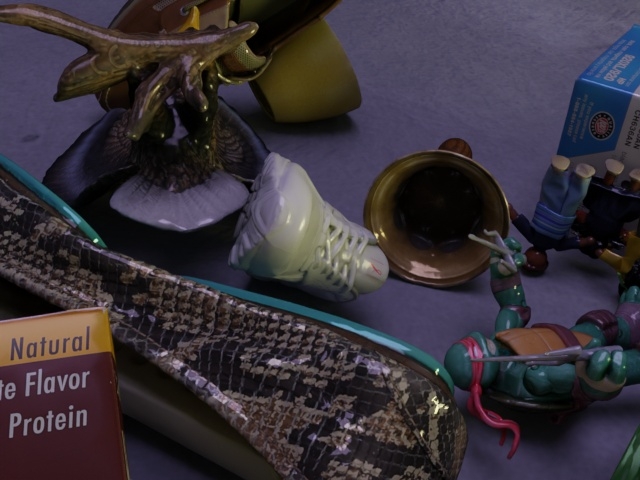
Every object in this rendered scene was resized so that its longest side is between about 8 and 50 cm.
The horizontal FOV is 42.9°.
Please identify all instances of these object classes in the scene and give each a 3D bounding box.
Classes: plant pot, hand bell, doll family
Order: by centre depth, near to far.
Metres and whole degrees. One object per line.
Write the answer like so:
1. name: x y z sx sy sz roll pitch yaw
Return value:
1. doll family: 0.258 -0.001 0.715 0.193 0.111 0.076 31 42 24
2. hand bell: 0.125 -0.059 0.807 0.126 0.126 0.242 12 23 9
3. plant pot: -0.029 -0.187 0.934 0.095 0.134 0.134 -32 45 -7

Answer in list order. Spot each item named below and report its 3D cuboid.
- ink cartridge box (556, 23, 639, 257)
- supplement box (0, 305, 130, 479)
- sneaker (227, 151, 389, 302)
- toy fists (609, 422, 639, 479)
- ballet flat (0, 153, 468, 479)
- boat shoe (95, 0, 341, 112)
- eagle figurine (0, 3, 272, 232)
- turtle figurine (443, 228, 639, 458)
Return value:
1. ink cartridge box: 0.359 -0.070 0.764 0.233 0.171 0.168 25 40 26
2. supplement box: -0.179 0.149 0.360 0.192 0.129 0.194 -7 72 -16
3. sneaker: 0.000 0.000 0.618 0.115 0.090 0.232 20 -4 3
4. toy fists: 0.210 0.197 0.444 0.142 0.096 0.279 27 40 25
5. ballet flat: -0.148 0.073 0.540 0.483 0.164 0.182 24 60 22
6. boat shoe: -0.105 -0.227 0.858 0.324 0.123 0.119 -35 53 16
7. eagle figurine: -0.133 -0.099 0.728 0.226 0.298 0.225 40 69 5
8. turtle figurine: 0.172 0.072 0.592 0.234 0.118 0.175 2 32 -24
